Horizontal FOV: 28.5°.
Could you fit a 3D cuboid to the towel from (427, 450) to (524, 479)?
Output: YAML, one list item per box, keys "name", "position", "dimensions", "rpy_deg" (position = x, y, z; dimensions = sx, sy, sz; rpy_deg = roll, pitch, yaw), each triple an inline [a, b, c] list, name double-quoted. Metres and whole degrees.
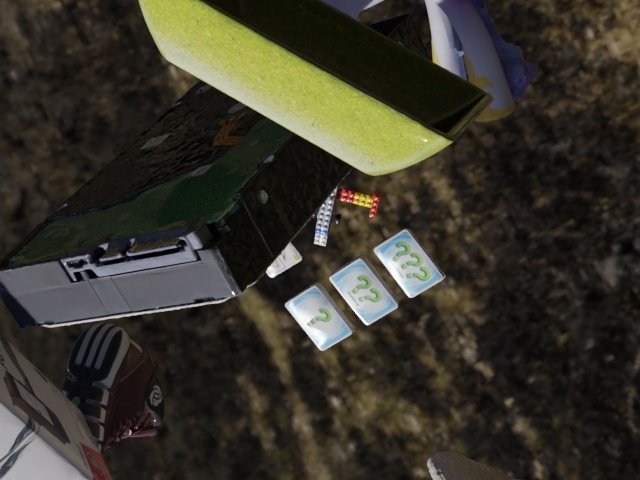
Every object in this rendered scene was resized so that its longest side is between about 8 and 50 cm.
- name: "towel"
  position: [0.263, 0.364, 1.556]
  dimensions: [0.282, 0.049, 0.187]
  rpy_deg: [30, -165, -41]

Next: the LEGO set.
- name: "LEGO set"
  position: [0.000, 0.000, 1.440]
  dimensions: [0.244, 0.182, 0.060]
  rpy_deg: [53, -158, -13]

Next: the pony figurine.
- name: "pony figurine"
  position: [0.083, -0.291, 1.258]
  dimensions: [0.351, 0.303, 0.363]
  rpy_deg: [-12, 109, 23]

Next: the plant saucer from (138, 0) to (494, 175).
- name: "plant saucer"
  position: [-0.003, -0.097, 0.715]
  dimensions: [0.188, 0.188, 0.045]
  rpy_deg: [30, 109, 6]

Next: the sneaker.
- name: "sneaker"
  position: [-0.277, 0.260, 1.628]
  dimensions: [0.106, 0.281, 0.162]
  rpy_deg: [14, 165, 37]

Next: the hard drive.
- name: "hard drive"
  position: [-0.077, -0.058, 1.008]
  dimensions: [0.237, 0.339, 0.064]
  rpy_deg: [-11, 117, 37]

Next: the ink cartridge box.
- name: "ink cartridge box"
  position: [-0.305, 0.167, 1.163]
  dimensions: [0.237, 0.100, 0.172]
  rpy_deg: [53, 176, -37]
